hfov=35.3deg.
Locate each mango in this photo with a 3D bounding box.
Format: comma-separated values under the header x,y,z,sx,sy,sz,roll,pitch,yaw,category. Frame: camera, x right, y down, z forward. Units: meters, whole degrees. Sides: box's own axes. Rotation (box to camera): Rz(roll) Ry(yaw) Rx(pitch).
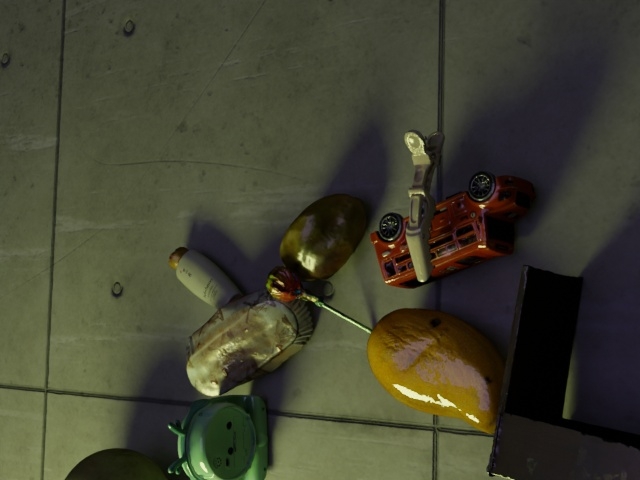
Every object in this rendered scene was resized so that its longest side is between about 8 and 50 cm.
x,y,z,sx,sy,sz,roll,pitch,yaw,category
0.185,0.193,1.520,0.262,0.109,0.157,30,94,32,mango

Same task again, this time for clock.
x,y,z,sx,sy,sz,roll,pitch,yaw,category
-0.178,0.350,1.725,0.066,0.211,0.159,-8,82,38,clock

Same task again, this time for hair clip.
x,y,z,sx,sy,sz,roll,pitch,yaw,category
0.144,-0.054,1.463,0.034,0.072,0.226,0,82,43,hair clip

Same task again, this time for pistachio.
x,y,z,sx,sy,sz,roll,pitch,yaw,category
-0.001,-0.003,1.688,0.189,0.110,0.100,-43,30,28,pistachio

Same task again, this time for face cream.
x,y,z,sx,sy,sz,roll,pitch,yaw,category
-0.215,0.073,1.885,0.182,0.051,0.072,36,111,36,face cream

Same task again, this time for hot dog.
x,y,z,sx,sy,sz,roll,pitch,yaw,category
-0.132,0.175,1.772,0.268,0.075,0.144,-32,90,25,hot dog

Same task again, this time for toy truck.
x,y,z,sx,sy,sz,roll,pitch,yaw,category
0.206,-0.012,1.521,0.253,0.107,0.114,-24,68,35,toy truck

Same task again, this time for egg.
x,y,z,sx,sy,sz,roll,pitch,yaw,category
-0.389,0.526,1.874,0.218,0.218,0.295,36,121,35,egg

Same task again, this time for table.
x,y,z,sx,sy,sz,roll,pitch,yaw,category
0.388,0.192,1.306,0.251,0.196,0.282,7,87,40,table

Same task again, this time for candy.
x,y,z,sx,sy,sz,roll,pitch,yaw,category
-0.001,0.105,1.678,0.201,0.060,0.060,28,104,9,candy
